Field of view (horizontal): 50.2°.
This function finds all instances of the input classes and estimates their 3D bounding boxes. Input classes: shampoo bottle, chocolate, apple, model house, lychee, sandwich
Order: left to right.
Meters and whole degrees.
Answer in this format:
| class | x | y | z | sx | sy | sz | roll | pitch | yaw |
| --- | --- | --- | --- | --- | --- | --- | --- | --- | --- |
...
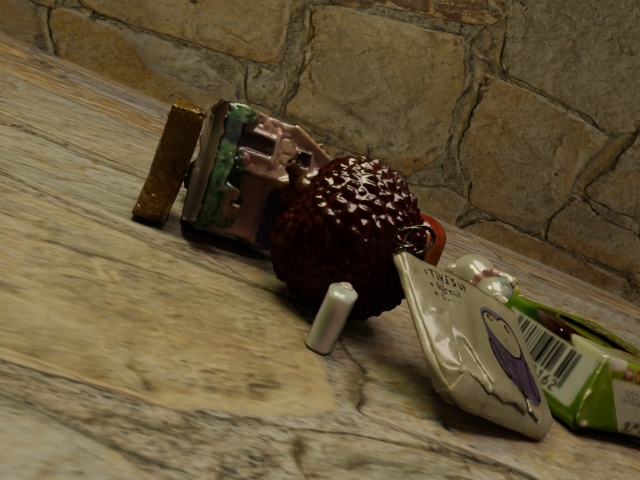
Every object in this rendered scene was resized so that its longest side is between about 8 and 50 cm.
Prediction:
| class | x | y | z | sx | sy | sz | roll | pitch | yaw |
| --- | --- | --- | --- | --- | --- | --- | --- | --- | --- |
| sandwich | -0.270 | -0.147 | 1.232 | 0.065 | 0.214 | 0.186 | 20 | 11 | -15 |
| model house | -0.106 | -0.107 | 1.251 | 0.238 | 0.236 | 0.202 | 16 | -8 | -22 |
| shampoo bottle | 0.018 | 0.105 | 0.964 | 0.043 | 0.099 | 0.072 | 26 | 11 | 5 |
| lychee | 0.039 | -0.013 | 1.126 | 0.300 | 0.264 | 0.264 | 51 | 12 | 0 |
| apple | 0.199 | 0.013 | 1.623 | 0.199 | 0.199 | 0.199 | 23 | 11 | -5 |
| chocolate | 0.490 | 0.235 | 1.255 | 0.289 | 0.137 | 0.301 | 19 | 12 | -27 |

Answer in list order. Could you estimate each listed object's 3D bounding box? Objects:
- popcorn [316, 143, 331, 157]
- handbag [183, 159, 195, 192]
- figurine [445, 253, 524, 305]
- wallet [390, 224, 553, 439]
| class | x | y | z | sx | sy | sz | roll | pitch | yaw |
| --- | --- | --- | --- | --- | --- | --- | --- | --- | --- |
| popcorn | -0.034 | -0.137 | 1.750 | 0.250 | 0.190 | 0.250 | 33 | 32 | -24 |
| handbag | -0.144 | -0.120 | 1.485 | 0.308 | 0.093 | 0.254 | 5 | 0 | -25 |
| figurine | 0.422 | 0.132 | 1.671 | 0.155 | 0.127 | 0.235 | 29 | 12 | -33 |
| wallet | 0.233 | 0.146 | 1.009 | 0.335 | 0.068 | 0.274 | 29 | 40 | -37 |
